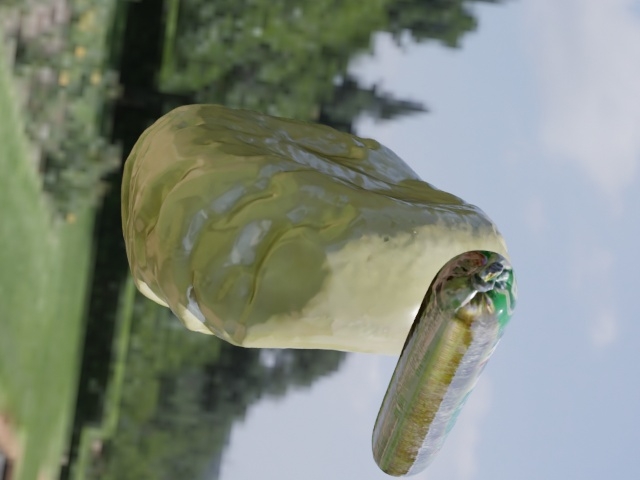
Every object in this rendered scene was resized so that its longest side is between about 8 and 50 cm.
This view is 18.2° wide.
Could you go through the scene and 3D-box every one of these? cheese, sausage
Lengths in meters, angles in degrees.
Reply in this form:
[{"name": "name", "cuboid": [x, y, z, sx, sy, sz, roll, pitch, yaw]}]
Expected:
[{"name": "cheese", "cuboid": [0.000, 0.000, 1.120, 0.214, 0.226, 0.117, -134, -125, -71]}, {"name": "sausage", "cuboid": [0.045, 0.055, 0.788, 0.269, 0.033, 0.033, 102, -6, -70]}]
